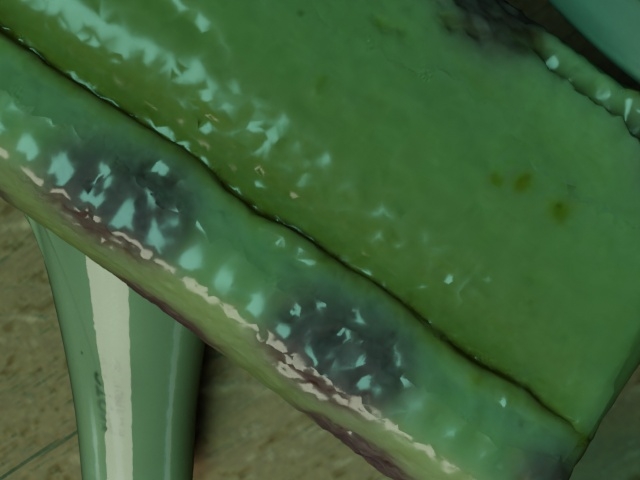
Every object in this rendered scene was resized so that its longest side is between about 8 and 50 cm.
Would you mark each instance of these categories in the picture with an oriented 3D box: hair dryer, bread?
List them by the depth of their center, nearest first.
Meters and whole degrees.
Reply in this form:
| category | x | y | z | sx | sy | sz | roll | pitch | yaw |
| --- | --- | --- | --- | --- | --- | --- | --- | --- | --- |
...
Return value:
| category | x | y | z | sx | sy | sz | roll | pitch | yaw |
| --- | --- | --- | --- | --- | --- | --- | --- | --- | --- |
| bread | -0.019 | -0.049 | 0.718 | 0.338 | 0.155 | 0.187 | 35 | 85 | -8 |
| hair dryer | -0.031 | 0.023 | 0.877 | 0.298 | 0.119 | 0.296 | 24 | 116 | 2 |

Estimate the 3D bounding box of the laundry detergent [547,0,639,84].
| category | x | y | z | sx | sy | sz | roll | pitch | yaw |
| --- | --- | --- | --- | --- | --- | --- | --- | --- | --- |
| laundry detergent | 0.128 | -0.201 | 0.701 | 0.398 | 0.124 | 0.264 | 32 | 114 | 34 |
